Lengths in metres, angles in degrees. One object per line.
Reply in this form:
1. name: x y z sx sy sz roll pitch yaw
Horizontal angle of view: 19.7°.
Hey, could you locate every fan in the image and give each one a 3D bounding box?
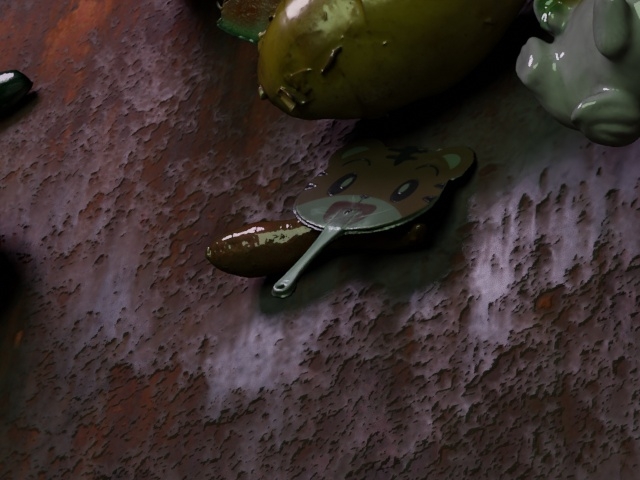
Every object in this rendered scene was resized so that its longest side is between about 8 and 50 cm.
1. fan: 0.023 -0.022 1.551 0.152 0.008 0.227 7 40 38

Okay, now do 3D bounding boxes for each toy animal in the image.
1. toy animal: 0.256 -0.202 1.475 0.208 0.154 0.325 -50 12 24

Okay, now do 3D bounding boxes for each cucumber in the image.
1. cucumber: -0.365 -0.160 2.039 0.105 0.048 0.048 -27 41 18

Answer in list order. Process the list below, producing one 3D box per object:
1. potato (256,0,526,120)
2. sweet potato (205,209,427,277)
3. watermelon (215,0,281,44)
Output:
1. potato: 0.074 -0.209 1.623 0.300 0.140 0.173 -37 65 12
2. sweet potato: 0.000 0.000 1.580 0.214 0.050 0.050 -8 49 27
3. watermelon: 0.032 -0.242 1.753 0.231 0.128 0.146 -45 68 16
